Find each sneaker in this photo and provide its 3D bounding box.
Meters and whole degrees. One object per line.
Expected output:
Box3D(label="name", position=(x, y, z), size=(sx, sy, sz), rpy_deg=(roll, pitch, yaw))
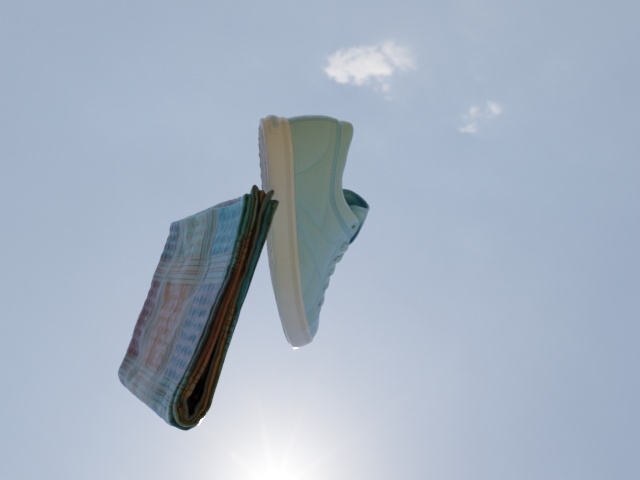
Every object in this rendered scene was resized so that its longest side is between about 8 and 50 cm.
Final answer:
Box3D(label="sneaker", position=(0.000, 0.000, 0.892), size=(0.150, 0.366, 0.135), rpy_deg=(-6, -146, -7))

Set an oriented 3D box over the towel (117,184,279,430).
Box3D(label="towel", position=(-0.180, 0.080, 0.813), size=(0.040, 0.370, 0.272), rpy_deg=(23, -104, -24))
